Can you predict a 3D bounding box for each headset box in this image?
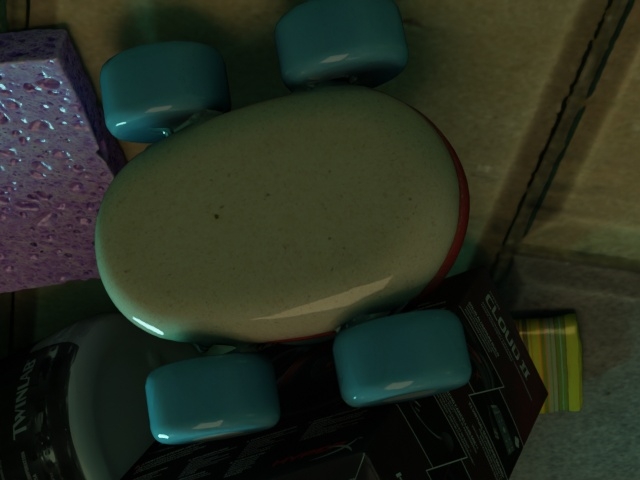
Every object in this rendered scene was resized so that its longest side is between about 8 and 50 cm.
[{"bbox_3d":[0.007,0.135,1.005,0.218,0.293,0.110,-21,103,27],"label":"headset box"}]

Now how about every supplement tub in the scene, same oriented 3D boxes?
[{"bbox_3d":[-0.232,0.203,1.146,0.338,0.207,0.207,-27,133,28],"label":"supplement tub"}]

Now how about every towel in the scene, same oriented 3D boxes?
[{"bbox_3d":[0.073,0.093,1.156,0.237,0.021,0.102,-3,136,8],"label":"towel"}]

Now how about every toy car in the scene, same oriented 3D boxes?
[{"bbox_3d":[0.000,0.000,0.944,0.210,0.219,0.238,-13,169,15],"label":"toy car"}]

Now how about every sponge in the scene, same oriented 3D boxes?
[{"bbox_3d":[-0.183,-0.044,0.985,0.117,0.031,0.210,-6,140,10],"label":"sponge"}]
